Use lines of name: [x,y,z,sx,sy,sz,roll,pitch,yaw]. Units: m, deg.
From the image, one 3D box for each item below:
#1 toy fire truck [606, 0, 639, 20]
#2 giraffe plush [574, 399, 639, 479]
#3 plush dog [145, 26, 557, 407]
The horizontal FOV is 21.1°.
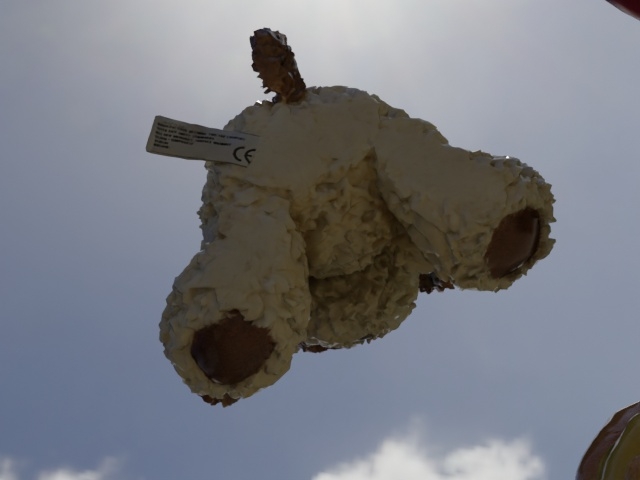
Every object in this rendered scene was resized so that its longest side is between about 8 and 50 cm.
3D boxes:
toy fire truck: [0.126,-0.200,0.546,0.254,0.302,0.169,-32,-39,-44]
giraffe plush: [0.167,0.134,0.711,0.170,0.210,0.181,53,-124,-18]
plush dog: [0.000,0.000,1.137,0.225,0.262,0.210,88,157,-61]
